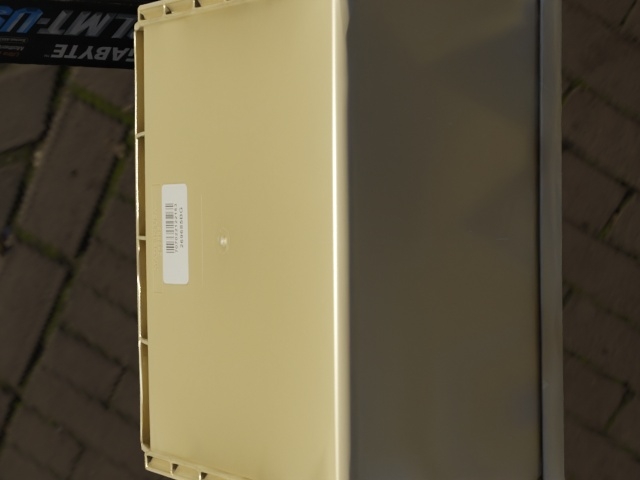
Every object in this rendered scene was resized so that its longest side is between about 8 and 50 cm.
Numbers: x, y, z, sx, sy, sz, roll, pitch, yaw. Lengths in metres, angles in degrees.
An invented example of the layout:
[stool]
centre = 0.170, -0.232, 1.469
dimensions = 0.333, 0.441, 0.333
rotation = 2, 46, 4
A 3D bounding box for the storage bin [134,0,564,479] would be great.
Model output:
[storage bin]
centre = 0.000, 0.000, 0.911
dimensions = 0.260, 0.123, 0.262
rotation = 2, 93, 61

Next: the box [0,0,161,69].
[box]
centre = -0.258, -0.248, 1.198
dimensions = 0.073, 0.296, 0.293
rotation = -57, 48, 40
